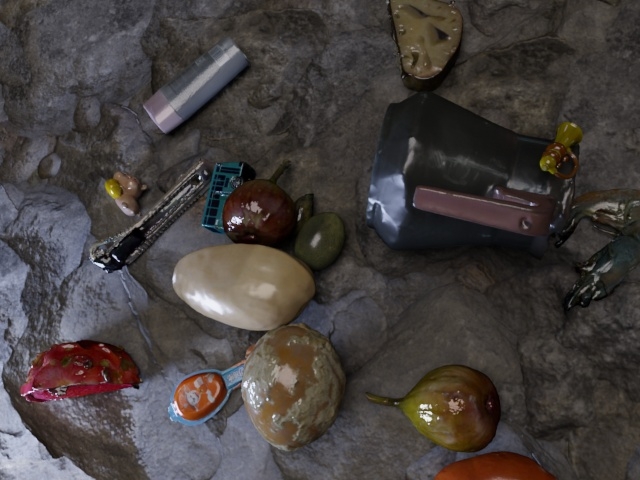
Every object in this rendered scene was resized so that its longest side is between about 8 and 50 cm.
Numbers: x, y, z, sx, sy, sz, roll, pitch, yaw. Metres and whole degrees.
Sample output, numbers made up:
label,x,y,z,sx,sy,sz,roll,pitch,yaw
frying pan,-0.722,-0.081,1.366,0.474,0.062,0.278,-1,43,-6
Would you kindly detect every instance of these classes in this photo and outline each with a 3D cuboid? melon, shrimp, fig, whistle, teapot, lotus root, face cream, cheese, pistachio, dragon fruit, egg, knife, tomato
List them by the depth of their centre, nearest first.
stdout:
label,x,y,z,sx,sy,sz,roll,pitch,yaw
whistle,0.395,-0.140,1.044,0.046,0.057,0.109,-6,39,49
tomato,0.305,0.489,1.075,0.260,0.180,0.259,-3,76,11
teapot,0.277,-0.100,1.159,0.362,0.376,0.305,11,108,10
fig,0.200,0.306,1.189,0.257,0.159,0.159,-1,74,32
egg,-0.054,0.279,1.213,0.203,0.203,0.245,10,102,17
shrimp,0.526,0.000,1.214,0.289,0.075,0.178,-44,61,1
pistachio,-0.151,0.086,1.292,0.299,0.187,0.187,9,78,17
melon,0.000,0.000,1.331,0.098,0.098,0.130,21,76,19
cheese,-0.212,0.303,1.333,0.256,0.037,0.106,-30,71,6
fig,-0.110,-0.071,1.346,0.160,0.231,0.143,-10,109,24
dragon fruit,-0.528,0.270,1.358,0.274,0.161,0.126,-11,75,13
lotus root,-0.041,-0.060,1.381,0.049,0.054,0.099,19,81,-3
lotus root,0.232,-0.458,1.410,0.170,0.074,0.260,-4,73,12
knife,-0.380,-0.056,1.462,0.365,0.043,0.089,-41,107,-1
face cream,-0.299,-0.375,1.522,0.269,0.073,0.107,-40,65,1

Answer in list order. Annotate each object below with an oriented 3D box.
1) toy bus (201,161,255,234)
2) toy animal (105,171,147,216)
label,x,y,z,sx,sy,sz,roll,pitch,yaw
toy bus,-0.205,-0.095,1.419,0.092,0.079,0.160,8,79,18
toy animal,-0.450,-0.118,1.488,0.082,0.091,0.114,-37,67,-13
